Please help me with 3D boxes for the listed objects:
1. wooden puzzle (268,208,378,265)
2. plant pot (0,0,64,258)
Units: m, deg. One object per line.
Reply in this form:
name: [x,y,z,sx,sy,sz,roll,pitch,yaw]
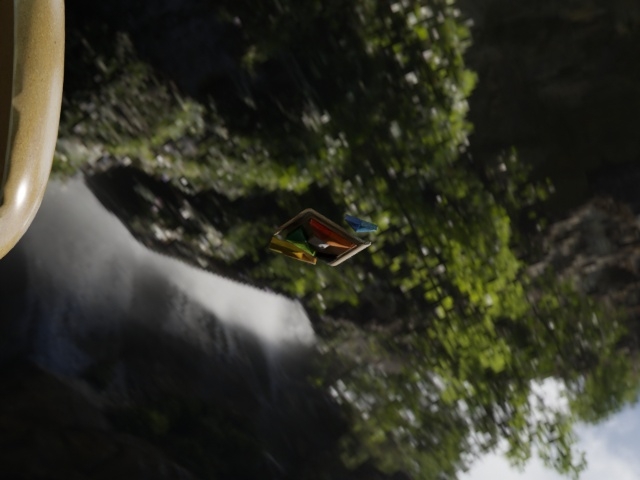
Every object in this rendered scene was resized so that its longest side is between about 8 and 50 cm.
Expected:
wooden puzzle: [0.000,0.000,1.350,0.078,0.116,0.014,24,-118,-12]
plant pot: [-0.171,-0.099,0.770,0.032,0.236,0.236,0,-126,-24]
